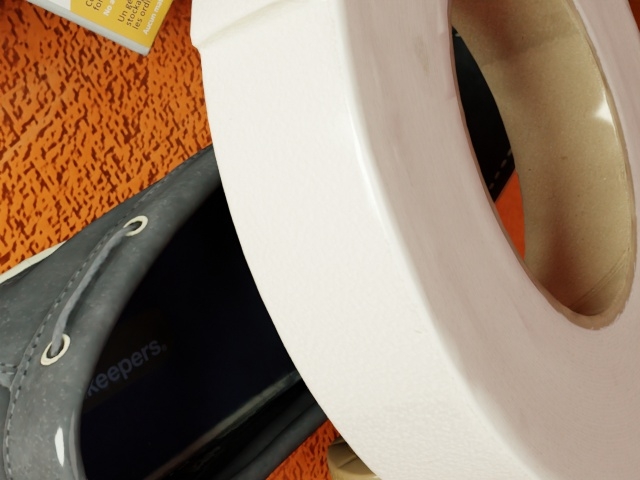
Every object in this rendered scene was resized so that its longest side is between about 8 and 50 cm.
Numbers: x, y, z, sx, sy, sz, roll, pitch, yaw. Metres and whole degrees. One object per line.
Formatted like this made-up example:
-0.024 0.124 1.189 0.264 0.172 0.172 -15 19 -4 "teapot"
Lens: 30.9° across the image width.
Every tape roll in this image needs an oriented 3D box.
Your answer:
0.088 -0.051 0.586 0.392 0.072 0.392 27 56 -48 "tape roll"

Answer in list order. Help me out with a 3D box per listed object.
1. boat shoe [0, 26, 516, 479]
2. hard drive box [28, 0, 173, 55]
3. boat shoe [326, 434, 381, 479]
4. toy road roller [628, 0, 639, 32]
0.000 0.000 0.633 0.500 0.156 0.186 -37 111 -39 "boat shoe"
-0.149 -0.212 0.504 0.232 0.089 0.181 20 99 -40 "hard drive box"
0.126 0.134 0.788 0.285 0.104 0.089 -18 105 -32 "boat shoe"
0.226 -0.278 0.830 0.329 0.202 0.240 13 90 -43 "toy road roller"
